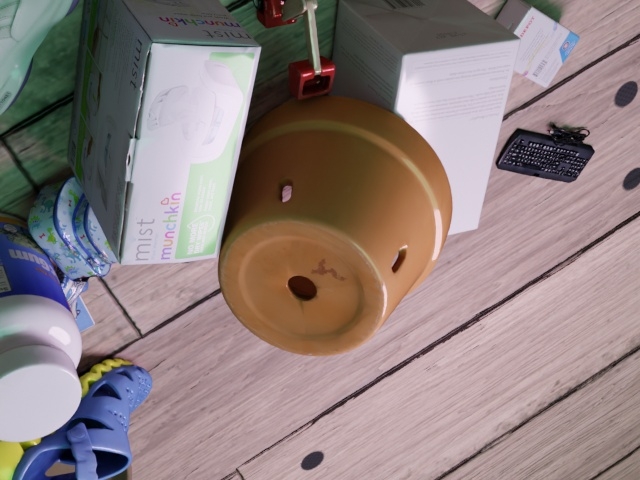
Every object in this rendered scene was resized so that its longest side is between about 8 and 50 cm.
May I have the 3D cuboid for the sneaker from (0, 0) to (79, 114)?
[{"bbox_3d":[-0.330,-0.250,0.953,0.152,0.114,0.305,18,124,-35],"label":"sneaker"}]

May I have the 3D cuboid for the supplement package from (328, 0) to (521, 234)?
[{"bbox_3d":[0.120,-0.162,1.284,0.177,0.175,0.293,-12,130,-25],"label":"supplement package"}]

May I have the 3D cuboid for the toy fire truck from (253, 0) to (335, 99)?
[{"bbox_3d":[-0.033,-0.278,1.125,0.047,0.135,0.192,-17,132,-21],"label":"toy fire truck"}]

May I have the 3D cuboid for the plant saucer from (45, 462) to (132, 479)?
[{"bbox_3d":[-0.426,0.383,1.465,0.277,0.041,0.278,-18,131,-21],"label":"plant saucer"}]

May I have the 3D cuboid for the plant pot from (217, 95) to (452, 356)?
[{"bbox_3d":[0.000,0.000,1.156,0.290,0.203,0.291,9,126,12],"label":"plant pot"}]

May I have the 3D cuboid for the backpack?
[{"bbox_3d":[-0.293,-0.020,1.182,0.084,0.105,0.114,-15,134,27],"label":"backpack"}]

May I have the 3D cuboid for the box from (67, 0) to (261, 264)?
[{"bbox_3d":[-0.187,-0.145,1.066,0.126,0.231,0.262,-4,125,-30],"label":"box"}]

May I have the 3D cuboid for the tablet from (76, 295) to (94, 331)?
[{"bbox_3d":[-0.347,0.100,1.315,0.054,0.006,0.083,-27,135,-12],"label":"tablet"}]

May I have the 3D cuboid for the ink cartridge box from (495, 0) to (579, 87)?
[{"bbox_3d":[0.301,-0.287,1.389,0.122,0.052,0.089,16,114,-41],"label":"ink cartridge box"}]

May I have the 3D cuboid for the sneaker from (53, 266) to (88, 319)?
[{"bbox_3d":[-0.349,0.099,1.273,0.058,0.052,0.135,16,115,-45],"label":"sneaker"}]

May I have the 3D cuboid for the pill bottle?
[{"bbox_3d":[-0.365,0.098,1.114,0.152,0.272,0.152,-17,132,-20],"label":"pill bottle"}]

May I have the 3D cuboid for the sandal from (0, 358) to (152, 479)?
[{"bbox_3d":[-0.312,0.273,1.303,0.317,0.138,0.126,-45,159,-59],"label":"sandal"}]

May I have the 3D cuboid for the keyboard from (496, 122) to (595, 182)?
[{"bbox_3d":[0.379,-0.140,1.565,0.192,0.038,0.100,5,121,-36],"label":"keyboard"}]
